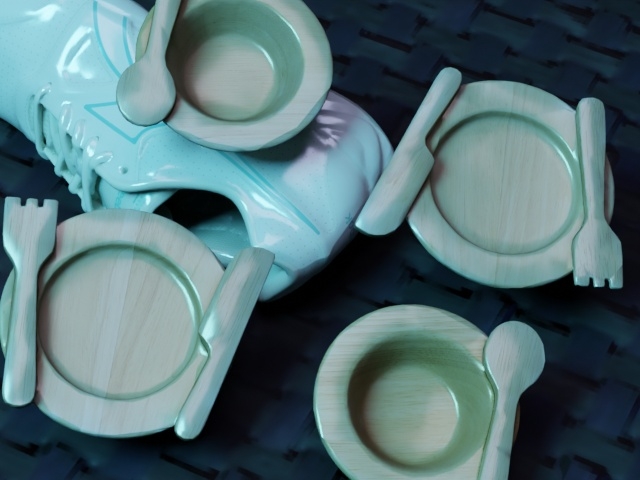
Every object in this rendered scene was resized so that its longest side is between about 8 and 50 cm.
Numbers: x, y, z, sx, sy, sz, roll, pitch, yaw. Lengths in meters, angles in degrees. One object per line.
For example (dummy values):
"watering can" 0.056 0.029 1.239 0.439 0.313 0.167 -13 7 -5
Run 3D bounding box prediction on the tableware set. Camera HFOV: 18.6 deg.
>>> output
"tableware set" 0.000 0.000 0.533 0.168 0.020 0.141 18 67 -1

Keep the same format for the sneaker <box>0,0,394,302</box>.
"sneaker" -0.056 -0.032 0.577 0.152 0.054 0.061 22 52 17
